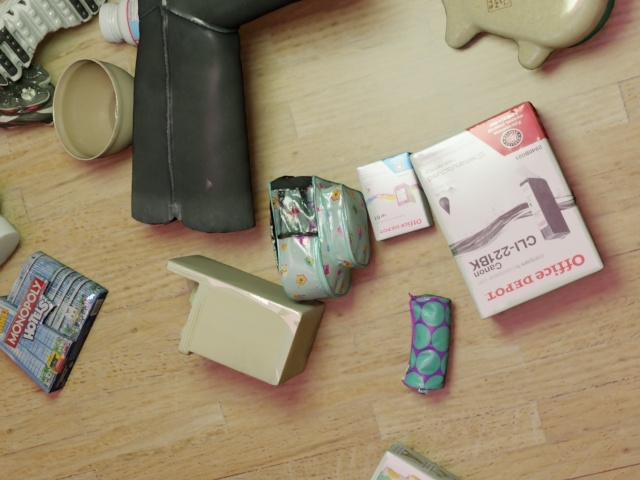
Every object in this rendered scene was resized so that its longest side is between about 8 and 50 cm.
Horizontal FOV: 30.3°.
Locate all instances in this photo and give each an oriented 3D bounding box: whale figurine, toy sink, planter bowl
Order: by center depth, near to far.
[{"bbox_3d":[0.311,-0.360,1.756,0.272,0.141,0.216,-10,89,39],"label":"whale figurine"},{"bbox_3d":[-0.134,0.126,1.857,0.234,0.153,0.131,21,97,12],"label":"toy sink"},{"bbox_3d":[-0.340,-0.211,1.909,0.162,0.109,0.162,4,96,39],"label":"planter bowl"}]

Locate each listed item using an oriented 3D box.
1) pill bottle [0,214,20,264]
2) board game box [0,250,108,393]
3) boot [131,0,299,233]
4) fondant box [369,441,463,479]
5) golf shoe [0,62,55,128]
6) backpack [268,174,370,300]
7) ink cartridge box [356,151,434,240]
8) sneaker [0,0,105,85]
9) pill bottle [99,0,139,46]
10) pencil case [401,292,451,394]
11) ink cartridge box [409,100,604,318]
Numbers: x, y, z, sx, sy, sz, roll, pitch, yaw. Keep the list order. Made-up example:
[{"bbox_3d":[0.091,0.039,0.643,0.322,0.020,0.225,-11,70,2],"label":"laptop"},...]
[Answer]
[{"bbox_3d":[-0.648,-0.076,1.976,0.301,0.169,0.169,45,101,9],"label":"pill bottle"},{"bbox_3d":[-0.487,0.125,1.996,0.194,0.060,0.194,27,98,11],"label":"board game box"},{"bbox_3d":[-0.133,-0.223,1.763,0.367,0.146,0.445,14,107,36],"label":"boot"},{"bbox_3d":[0.194,0.498,1.813,0.330,0.096,0.238,29,98,11],"label":"fondant box"},{"bbox_3d":[-0.567,-0.226,1.958,0.272,0.120,0.105,4,64,8],"label":"golf shoe"},{"bbox_3d":[0.000,0.000,1.809,0.144,0.166,0.188,1,86,17],"label":"backpack"},{"bbox_3d":[0.117,-0.067,1.838,0.088,0.052,0.122,-17,89,14],"label":"ink cartridge box"},{"bbox_3d":[-0.465,-0.375,1.918,0.292,0.110,0.118,-44,40,-20],"label":"sneaker"},{"bbox_3d":[-0.272,-0.360,1.911,0.160,0.087,0.087,-5,90,15],"label":"pill bottle"},{"bbox_3d":[0.164,0.158,1.825,0.070,0.064,0.152,4,92,-11],"label":"pencil case"},{"bbox_3d":[0.281,-0.042,1.764,0.197,0.114,0.273,-25,86,13],"label":"ink cartridge box"}]
